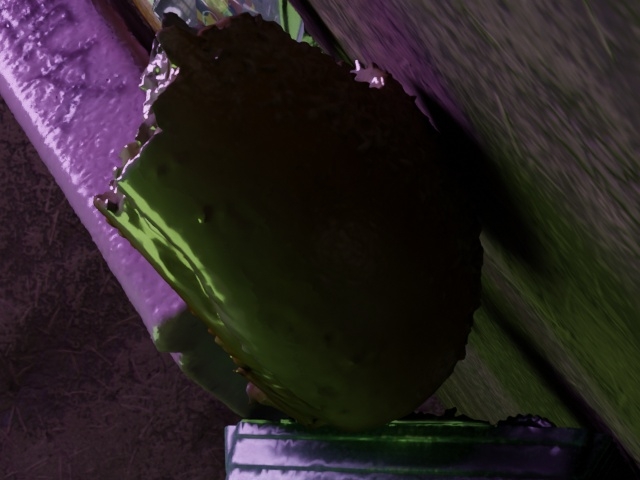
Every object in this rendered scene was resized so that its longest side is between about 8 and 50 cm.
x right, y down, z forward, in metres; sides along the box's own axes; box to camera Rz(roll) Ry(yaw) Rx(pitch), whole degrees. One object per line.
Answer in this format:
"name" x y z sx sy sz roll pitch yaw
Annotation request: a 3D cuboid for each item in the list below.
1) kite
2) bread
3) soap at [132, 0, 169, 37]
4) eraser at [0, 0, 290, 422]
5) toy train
"kite" -0.018 -0.102 1.084 0.245 0.015 0.141 48 149 6
"bread" 0.002 0.002 0.917 0.192 0.171 0.314 50 178 17
"soap" -0.038 -0.106 1.226 0.257 0.080 0.160 54 179 3
"eraser" -0.118 -0.044 1.310 0.359 0.122 0.272 55 -179 28
"toy train" 0.065 0.216 1.206 0.330 0.178 0.138 -3 143 29
